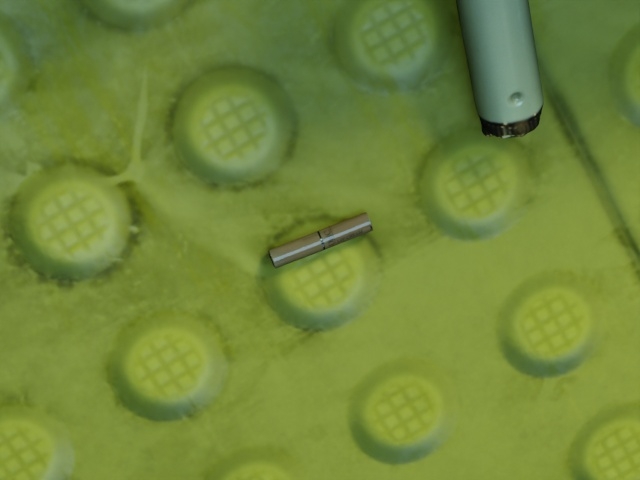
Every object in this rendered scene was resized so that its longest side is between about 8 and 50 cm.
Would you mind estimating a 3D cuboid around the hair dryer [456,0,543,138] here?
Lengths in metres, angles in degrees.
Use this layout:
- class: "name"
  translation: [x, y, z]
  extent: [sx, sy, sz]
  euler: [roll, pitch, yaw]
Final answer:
- class: "hair dryer"
  translation: [0.133, -0.219, 1.273]
  extent: [0.128, 0.203, 0.362]
  euler: [-19, 130, -3]

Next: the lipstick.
- class: "lipstick"
  translation: [0.000, 0.000, 1.391]
  extent: [0.094, 0.019, 0.019]
  euler: [-22, 111, -3]
